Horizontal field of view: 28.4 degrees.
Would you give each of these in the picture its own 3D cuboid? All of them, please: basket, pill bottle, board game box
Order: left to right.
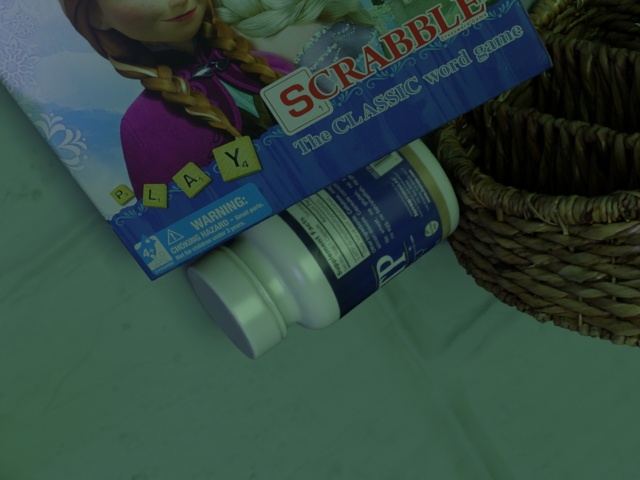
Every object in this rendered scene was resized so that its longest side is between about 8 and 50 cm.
[{"bbox_3d":[-0.061,-0.173,0.808,0.318,0.066,0.318,-28,117,11],"label":"board game box"},{"bbox_3d":[0.000,0.000,0.935,0.186,0.112,0.112,-36,117,-15],"label":"pill bottle"},{"bbox_3d":[0.211,-0.075,0.921,0.213,0.299,0.223,-15,112,-22],"label":"basket"}]
